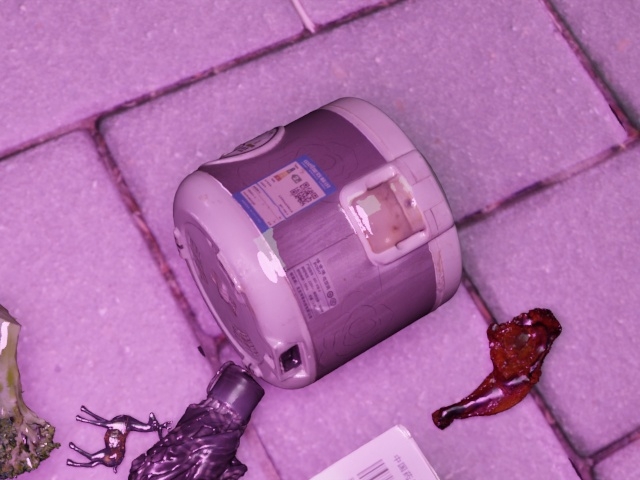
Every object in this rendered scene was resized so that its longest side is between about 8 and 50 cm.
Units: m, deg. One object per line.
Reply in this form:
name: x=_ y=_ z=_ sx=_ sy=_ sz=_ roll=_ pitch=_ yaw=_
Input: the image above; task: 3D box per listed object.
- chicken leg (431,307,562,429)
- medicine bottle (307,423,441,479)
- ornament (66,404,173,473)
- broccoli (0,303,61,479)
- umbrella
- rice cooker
chicken leg: x=0.221 y=0.159 z=1.313 sx=0.093 sy=0.053 sz=0.205 roll=25 pitch=57 yaw=26
medicine bottle: x=0.043 y=0.302 z=1.117 sx=0.141 sy=0.250 sz=0.137 roll=-27 pitch=74 yaw=-21
ornament: x=-0.218 y=0.228 z=1.223 sx=0.125 sy=0.028 sz=0.073 roll=9 pitch=67 yaw=-4
broccoli: x=-0.410 y=0.162 z=1.100 sx=0.269 sy=0.261 sz=0.242 roll=28 pitch=85 yaw=38
umbrella: x=-0.156 y=0.291 z=1.151 sx=0.336 sy=0.128 sz=0.154 roll=-44 pitch=118 yaw=-26
rice cooker: x=0.001 y=-0.003 z=1.214 sx=0.277 sy=0.288 sz=0.288 roll=-29 pitch=76 yaw=-17
